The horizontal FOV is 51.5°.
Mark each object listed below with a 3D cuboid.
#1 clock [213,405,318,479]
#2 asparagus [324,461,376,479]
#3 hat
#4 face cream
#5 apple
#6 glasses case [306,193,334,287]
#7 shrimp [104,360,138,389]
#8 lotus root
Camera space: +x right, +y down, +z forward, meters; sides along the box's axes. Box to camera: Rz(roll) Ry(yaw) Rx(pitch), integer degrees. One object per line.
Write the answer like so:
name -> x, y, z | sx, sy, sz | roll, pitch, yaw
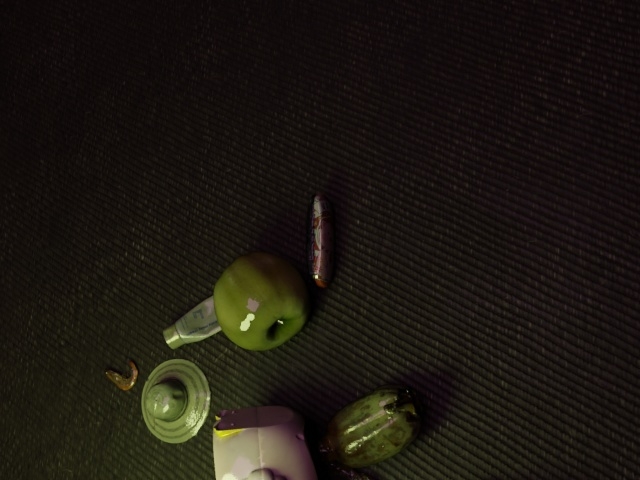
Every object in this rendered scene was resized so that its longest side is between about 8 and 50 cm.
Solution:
clock -> -0.127, 0.621, 1.679 | 0.250, 0.368, 0.377 | -7, 93, -7
asparagus -> 0.085, 0.619, 1.743 | 0.165, 0.030, 0.036 | 16, 61, 26
hat -> -0.453, 0.473, 1.952 | 0.251, 0.110, 0.252 | -5, 76, 21
face cream -> -0.361, 0.243, 1.996 | 0.224, 0.070, 0.114 | -29, 69, 5
apple -> -0.168, 0.169, 1.842 | 0.278, 0.279, 0.280 | -5, 77, 21
glasses case -> 0.000, 0.000, 1.874 | 0.067, 0.103, 0.267 | -4, 78, 19
shrimp -> -0.627, 0.414, 2.081 | 0.127, 0.025, 0.091 | 19, 86, 20
lotus root -> 0.120, 0.477, 1.694 | 0.309, 0.173, 0.173 | -31, 69, 14
